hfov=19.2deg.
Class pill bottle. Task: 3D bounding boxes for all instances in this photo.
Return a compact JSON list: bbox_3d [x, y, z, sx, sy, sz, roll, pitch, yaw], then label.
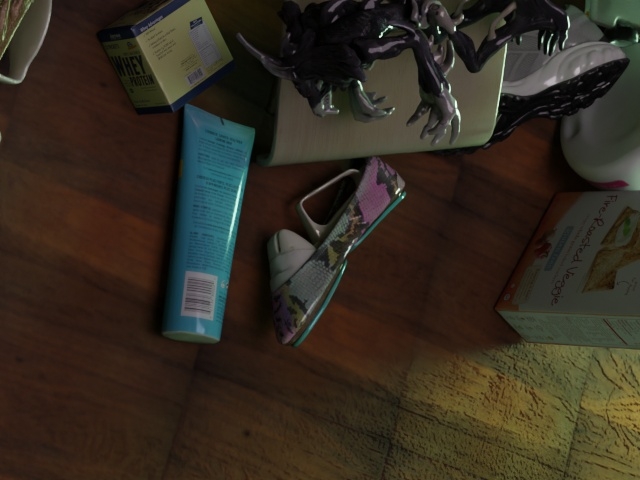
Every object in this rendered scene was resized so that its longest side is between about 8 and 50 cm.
[{"bbox_3d":[0.402,-0.078,2.025,0.283,0.160,0.160,32,71,-35],"label":"pill bottle"}]

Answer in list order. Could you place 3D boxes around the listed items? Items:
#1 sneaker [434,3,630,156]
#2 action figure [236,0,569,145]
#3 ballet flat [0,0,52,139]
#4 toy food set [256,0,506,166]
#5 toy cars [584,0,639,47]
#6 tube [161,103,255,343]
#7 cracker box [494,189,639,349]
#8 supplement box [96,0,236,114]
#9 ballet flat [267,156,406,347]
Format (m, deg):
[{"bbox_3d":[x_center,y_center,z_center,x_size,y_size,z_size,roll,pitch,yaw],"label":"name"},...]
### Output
[{"bbox_3d":[0.178,-0.165,1.897,0.271,0.100,0.108,-20,66,-29],"label":"sneaker"},{"bbox_3d":[0.069,-0.152,1.599,0.275,0.164,0.141,-17,117,-19],"label":"action figure"},{"bbox_3d":[-0.287,-0.147,1.509,0.124,0.116,0.342,51,55,-48],"label":"ballet flat"},{"bbox_3d":[0.055,-0.213,1.709,0.219,0.092,0.306,-6,120,-20],"label":"toy food set"},{"bbox_3d":[0.423,-0.291,2.094,0.393,0.087,0.176,-33,98,-30],"label":"toy cars"},{"bbox_3d":[-0.102,-0.013,1.687,0.080,0.052,0.207,19,73,-43],"label":"tube"},{"bbox_3d":[0.303,0.028,1.898,0.067,0.232,0.156,45,63,-31],"label":"cracker box"},{"bbox_3d":[-0.134,-0.166,1.651,0.083,0.056,0.083,-39,114,-32],"label":"supplement box"},{"bbox_3d":[0.000,0.000,1.761,0.079,0.077,0.221,42,59,-11],"label":"ballet flat"}]
